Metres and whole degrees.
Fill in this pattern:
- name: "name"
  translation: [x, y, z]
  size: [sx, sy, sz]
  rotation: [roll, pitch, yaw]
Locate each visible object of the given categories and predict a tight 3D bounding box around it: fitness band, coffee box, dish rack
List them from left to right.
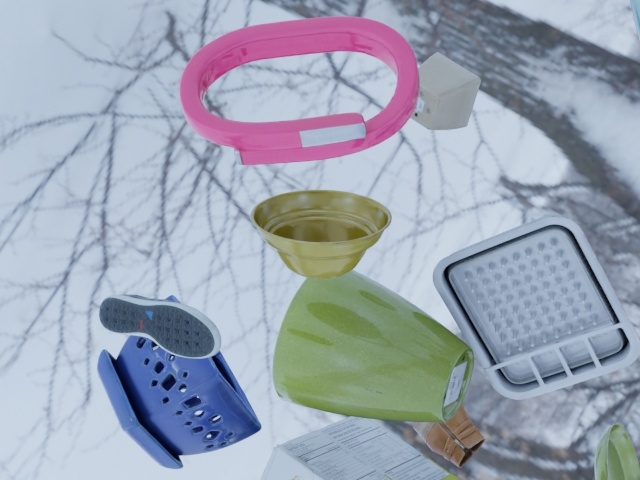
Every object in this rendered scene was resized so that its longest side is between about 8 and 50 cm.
- name: "fitness band"
  translation: [-0.025, -0.186, 1.229]
  size: [0.054, 0.291, 0.209]
  rotation: [81, 6, -50]
- name: "coffee box"
  translation: [0.062, 0.589, 1.984]
  size: [0.338, 0.334, 0.337]
  rotation: [-5, 122, -59]
- name: "dish rack"
  translation: [0.390, 0.114, 1.825]
  size: [0.286, 0.332, 0.072]
  rotation: [-23, -159, 25]

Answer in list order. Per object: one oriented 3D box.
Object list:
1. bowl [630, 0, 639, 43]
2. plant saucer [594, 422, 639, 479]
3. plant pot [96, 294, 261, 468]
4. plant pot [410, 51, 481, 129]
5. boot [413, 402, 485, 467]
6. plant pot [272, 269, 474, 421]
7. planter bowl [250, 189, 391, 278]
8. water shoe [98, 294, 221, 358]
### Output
- name: "bowl"
  translation: [0.467, -0.335, 1.133]
  size: [0.312, 0.163, 0.311]
  rotation: [-32, 179, -1]
- name: "plant saucer"
  translation: [0.572, 0.473, 1.938]
  size: [0.241, 0.037, 0.240]
  rotation: [33, 51, -52]
- name: "plant pot"
  translation: [-0.282, 0.289, 1.950]
  size: [0.212, 0.236, 0.236]
  rotation: [-33, 139, -4]
- name: "plant pot"
  translation: [0.210, -0.261, 1.845]
  size: [0.096, 0.109, 0.109]
  rotation: [-29, 145, -38]
- name: "boot"
  translation: [0.317, 0.400, 2.284]
  size: [0.073, 0.152, 0.197]
  rotation: [22, 102, -50]
- name: "plant pot"
  translation: [0.111, 0.210, 1.798]
  size: [0.275, 0.294, 0.274]
  rotation: [-42, 141, -46]
- name: "planter bowl"
  translation: [0.000, 0.000, 1.565]
  size: [0.217, 0.217, 0.090]
  rotation: [-41, 138, -56]
- name: "water shoe"
  translation: [-0.219, 0.112, 1.453]
  size: [0.080, 0.203, 0.072]
  rotation: [-13, 116, -65]
